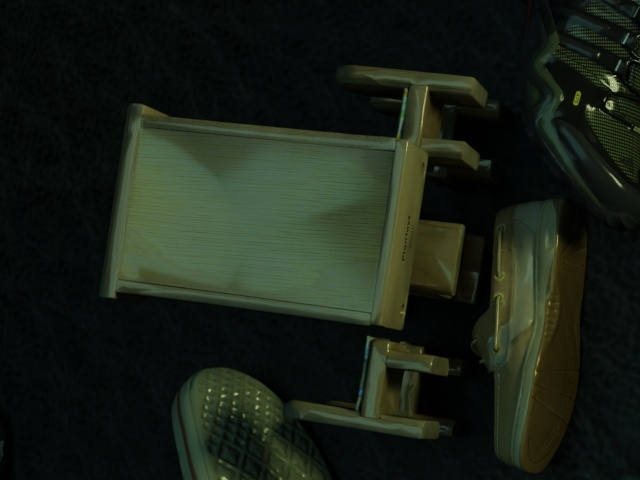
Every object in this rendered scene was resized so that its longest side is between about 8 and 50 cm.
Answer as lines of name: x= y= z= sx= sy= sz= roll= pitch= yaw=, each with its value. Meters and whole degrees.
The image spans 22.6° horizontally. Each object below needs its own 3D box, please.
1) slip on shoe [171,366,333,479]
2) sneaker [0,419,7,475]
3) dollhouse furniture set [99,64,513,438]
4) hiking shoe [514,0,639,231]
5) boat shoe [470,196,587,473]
slip on shoe: x=-0.035 y=0.238 z=1.012 sx=0.101 sy=0.123 sz=0.331 roll=-32 pitch=68 yaw=35
sneaker: x=-0.275 y=0.212 z=1.194 sx=0.077 sy=0.072 sz=0.178 roll=-16 pitch=65 yaw=40
dollhouse furniture set: x=0.000 y=0.000 z=0.950 sx=0.161 sy=0.242 sz=0.212 roll=7 pitch=85 yaw=19
hiking shoe: x=0.178 y=-0.121 z=0.960 sx=0.114 sy=0.086 sz=0.227 roll=-20 pitch=71 yaw=30
boat shoe: x=0.123 y=0.057 z=0.980 sx=0.059 sy=0.063 sz=0.170 roll=0 pitch=72 yaw=34
